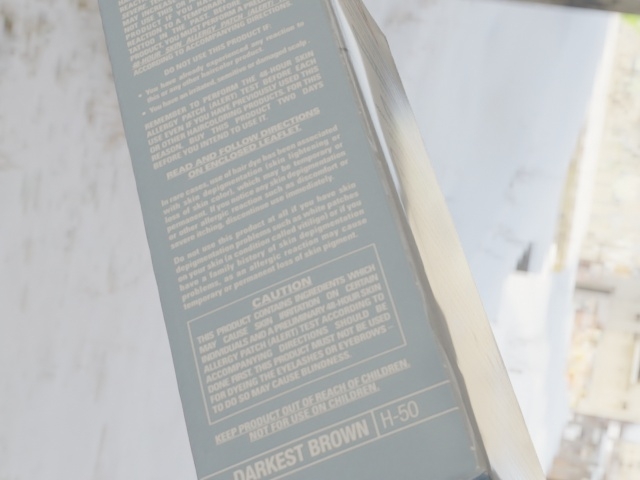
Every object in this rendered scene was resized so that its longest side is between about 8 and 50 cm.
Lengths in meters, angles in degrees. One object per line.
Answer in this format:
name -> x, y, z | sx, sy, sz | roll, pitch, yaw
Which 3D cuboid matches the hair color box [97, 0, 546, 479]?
hair color box -> 0.000, 0.000, 0.705 | 0.185, 0.114, 0.374 | 54, 16, -53
